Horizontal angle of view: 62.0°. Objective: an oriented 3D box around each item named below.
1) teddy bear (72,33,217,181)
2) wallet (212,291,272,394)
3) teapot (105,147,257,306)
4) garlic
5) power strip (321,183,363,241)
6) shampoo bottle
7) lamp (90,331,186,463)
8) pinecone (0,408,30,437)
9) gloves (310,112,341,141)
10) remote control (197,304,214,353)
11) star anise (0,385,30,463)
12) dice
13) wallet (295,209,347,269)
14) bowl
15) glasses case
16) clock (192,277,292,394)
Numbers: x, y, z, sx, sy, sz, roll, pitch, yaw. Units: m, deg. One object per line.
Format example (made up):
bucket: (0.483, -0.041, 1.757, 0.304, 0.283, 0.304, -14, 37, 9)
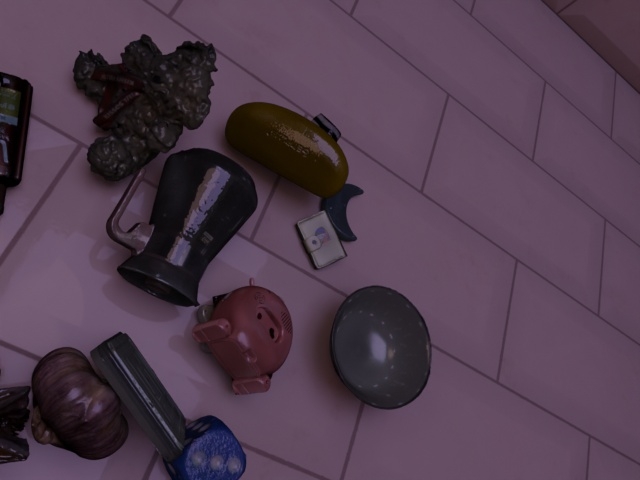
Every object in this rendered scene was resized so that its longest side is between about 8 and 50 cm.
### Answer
teddy bear: (-0.406, -0.358, 1.278, 0.224, 0.367, 0.358, 8, 60, -50)
wallet: (-0.199, 0.257, 1.382, 0.137, 0.031, 0.256, -7, 80, -52)
teapot: (-0.334, -0.044, 1.285, 0.300, 0.253, 0.344, 37, 62, -32)
garlic: (-0.494, 0.340, 1.065, 0.160, 0.245, 0.245, -40, 97, -32)
power strip: (0.065, -0.085, 1.666, 0.137, 0.044, 0.216, 23, 63, -23)
shampoo bottle: (-0.733, -0.218, 1.197, 0.129, 0.084, 0.324, 8, 71, -26)
lamp: (-0.376, 0.319, 1.132, 0.047, 0.266, 0.269, -34, 94, -14)
pinecone: (-0.631, 0.365, 1.076, 0.077, 0.077, 0.083, 50, 24, -8)
gloves: (-0.046, -0.282, 1.629, 0.218, 0.131, 0.140, -43, 90, 2)
remote control: (-0.276, 0.224, 1.356, 0.074, 0.032, 0.122, 6, 71, -46)
star anise: (-0.679, 0.342, 0.982, 0.331, 0.117, 0.332, -1, 81, 3)
dice: (-0.266, 0.497, 1.211, 0.146, 0.143, 0.146, -32, 95, -36)
wallet: (0.000, 0.000, 1.589, 0.110, 0.039, 0.155, -24, 87, -13)
bowl: (0.138, 0.307, 1.512, 0.336, 0.157, 0.338, 11, 67, -28)
glasses case: (-0.084, -0.265, 1.494, 0.371, 0.141, 0.173, 30, 93, 1)
clock: (-0.155, 0.219, 1.315, 0.227, 0.142, 0.241, 58, 39, -15)
